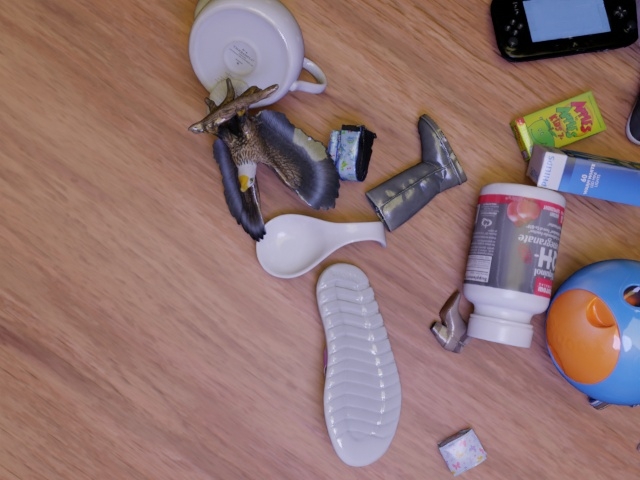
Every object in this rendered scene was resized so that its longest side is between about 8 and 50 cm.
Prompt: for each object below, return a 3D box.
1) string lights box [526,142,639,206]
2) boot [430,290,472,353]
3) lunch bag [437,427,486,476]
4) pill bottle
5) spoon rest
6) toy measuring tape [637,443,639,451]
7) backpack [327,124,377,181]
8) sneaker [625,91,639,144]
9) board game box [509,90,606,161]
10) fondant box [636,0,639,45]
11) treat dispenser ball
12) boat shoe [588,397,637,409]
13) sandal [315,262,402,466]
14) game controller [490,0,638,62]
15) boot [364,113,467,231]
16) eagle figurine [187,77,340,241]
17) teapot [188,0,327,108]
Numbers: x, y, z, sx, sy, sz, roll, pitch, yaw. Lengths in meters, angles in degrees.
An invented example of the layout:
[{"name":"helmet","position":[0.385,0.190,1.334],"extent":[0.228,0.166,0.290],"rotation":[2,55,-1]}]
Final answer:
[{"name":"string lights box","position":[0.569,-0.131,1.457],"extent":[0.260,0.133,0.076],"rotation":[12,106,2]},{"name":"boot","position":[0.294,0.180,1.528],"extent":[0.087,0.042,0.118],"rotation":[36,87,-6]},{"name":"lunch bag","position":[0.301,0.446,1.504],"extent":[0.083,0.053,0.071],"rotation":[-30,86,6]},{"name":"pill bottle","position":[0.392,0.052,1.466],"extent":[0.176,0.176,0.318],"rotation":[11,87,-1]},{"name":"spoon rest","position":[0.000,0.000,1.492],"extent":[0.276,0.084,0.137],"rotation":[-10,77,2]},{"name":"toy measuring tape","position":[0.787,0.322,1.496],"extent":[0.121,0.121,0.330],"rotation":[33,86,0]},{"name":"backpack","position":[0.063,-0.182,1.508],"extent":[0.084,0.105,0.114],"rotation":[6,89,21]},{"name":"sneaker","position":[0.751,-0.356,1.516],"extent":[0.105,0.147,0.295],"rotation":[18,85,1]},{"name":"board game box","position":[0.518,-0.249,1.553],"extent":[0.181,0.043,0.092],"rotation":[-21,87,-3]},{"name":"fondant box","position":[0.803,-0.555,1.507],"extent":[0.238,0.096,0.330],"rotation":[7,67,-2]},{"name":"treat dispenser ball","position":[0.596,0.180,1.410],"extent":[0.288,0.288,0.288],"rotation":[0,87,-2]},{"name":"boat shoe","position":[0.662,0.319,1.515],"extent":[0.183,0.066,0.066],"rotation":[-30,90,-3]},{"name":"sandal","position":[0.072,0.256,1.490],"extent":[0.169,0.102,0.416],"rotation":[1,74,-17]},{"name":"game controller","position":[0.534,-0.485,1.556],"extent":[0.319,0.067,0.166],"rotation":[-9,87,-3]},{"name":"boot","position":[0.188,-0.146,1.531],"extent":[0.208,0.076,0.189],"rotation":[-29,86,4]},{"name":"eagle figurine","position":[-0.128,-0.161,1.419],"extent":[0.226,0.298,0.225],"rotation":[16,66,40]},{"name":"teapot","position":[-0.136,-0.407,1.475],"extent":[0.253,0.187,0.256],"rotation":[-5,121,17]}]
